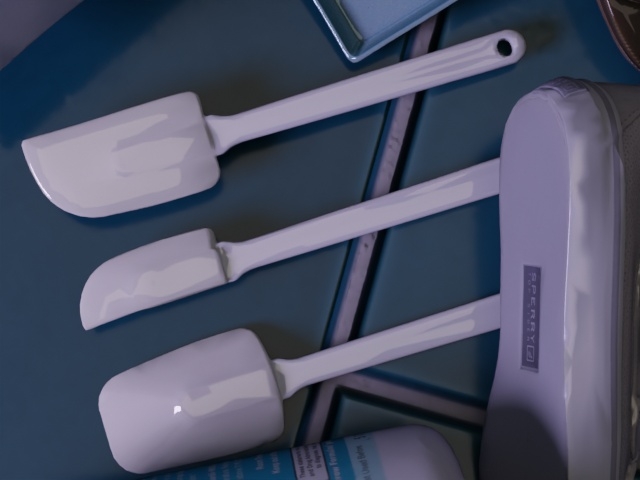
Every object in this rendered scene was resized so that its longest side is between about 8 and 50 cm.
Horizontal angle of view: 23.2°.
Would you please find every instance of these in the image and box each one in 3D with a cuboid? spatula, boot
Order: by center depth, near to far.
[{"bbox_3d":[0.146,0.058,0.697,0.123,0.095,0.258,0,99,-20],"label":"boot"},{"bbox_3d":[0.000,0.000,0.732,0.242,0.019,0.168,-16,88,-7],"label":"spatula"}]

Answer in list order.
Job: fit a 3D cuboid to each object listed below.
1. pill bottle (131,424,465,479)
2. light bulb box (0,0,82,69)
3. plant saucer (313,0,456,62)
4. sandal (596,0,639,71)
[{"bbox_3d":[-0.062,0.170,0.652,0.264,0.146,0.146,-11,85,-2],"label":"pill bottle"},{"bbox_3d":[-0.118,-0.295,0.568,0.358,0.361,0.225,-40,71,-5],"label":"light bulb box"},{"bbox_3d":[0.077,-0.158,0.712,0.192,0.018,0.067,-29,96,21],"label":"plant saucer"},{"bbox_3d":[0.146,-0.180,0.739,0.090,0.060,0.219,-21,98,3],"label":"sandal"}]
